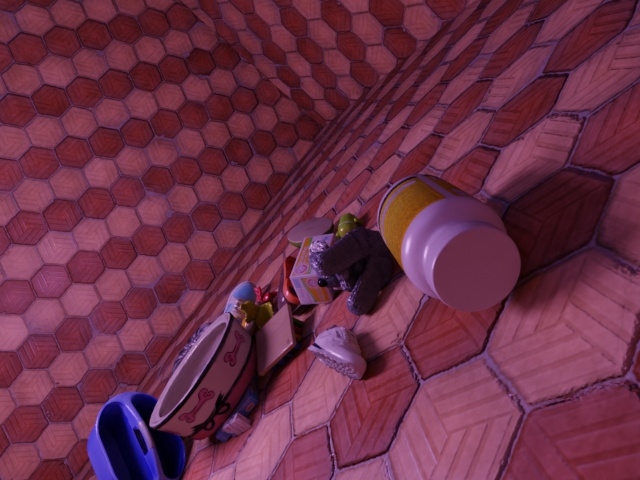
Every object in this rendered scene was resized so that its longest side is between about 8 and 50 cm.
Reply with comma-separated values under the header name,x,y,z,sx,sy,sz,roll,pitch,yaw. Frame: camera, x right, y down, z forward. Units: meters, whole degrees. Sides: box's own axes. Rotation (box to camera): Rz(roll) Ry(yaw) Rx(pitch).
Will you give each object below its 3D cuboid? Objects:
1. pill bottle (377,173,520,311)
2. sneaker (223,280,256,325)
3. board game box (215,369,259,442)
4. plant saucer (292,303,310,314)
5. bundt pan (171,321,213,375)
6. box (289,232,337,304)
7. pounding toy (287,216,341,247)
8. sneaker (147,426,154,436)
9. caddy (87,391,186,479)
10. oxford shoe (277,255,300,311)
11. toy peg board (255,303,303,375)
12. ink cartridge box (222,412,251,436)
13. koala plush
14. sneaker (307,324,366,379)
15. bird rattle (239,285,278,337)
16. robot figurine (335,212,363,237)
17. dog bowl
name,x,y,z,sx,sy,sz,roll,pitch,yaw
pill bottle,0.226,-0.005,0.852,0.188,0.187,0.334,-48,15,11
sneaker,-0.336,0.315,1.878,0.319,0.127,0.208,-66,17,-15
board game box,-0.254,0.488,1.398,0.160,0.039,0.211,-51,16,3
plant saucer,-0.049,0.175,1.526,0.198,0.036,0.199,-47,17,19
bundt pan,-0.549,0.509,2.046,0.331,0.124,0.331,-47,17,19
box,-0.008,0.085,1.400,0.103,0.114,0.203,-8,35,20
pounding toy,0.000,0.000,1.710,0.236,0.110,0.183,-4,30,31
sneaker,-0.522,0.618,1.705,0.344,0.134,0.146,-50,-1,-19
caddy,-0.579,0.653,1.449,0.241,0.341,0.179,-6,-37,-52
oxford shoe,-0.107,0.143,1.524,0.098,0.096,0.271,-52,14,22
toy peg board,-0.113,0.307,1.371,0.161,0.079,0.161,-46,32,21
ink cartridge box,-0.227,0.507,1.258,0.083,0.048,0.028,-41,19,31
koala plush,0.062,0.069,1.196,0.203,0.196,0.221,-46,11,-24
sneaker,0.046,0.240,1.023,0.095,0.090,0.235,-46,15,-15
bird rattle,-0.252,0.284,1.711,0.253,0.143,0.207,-129,62,-77
robot figurine,0.095,-0.048,1.554,0.101,0.067,0.115,-38,20,27
dog bowl,-0.351,0.436,1.443,0.408,0.150,0.408,-48,15,17
